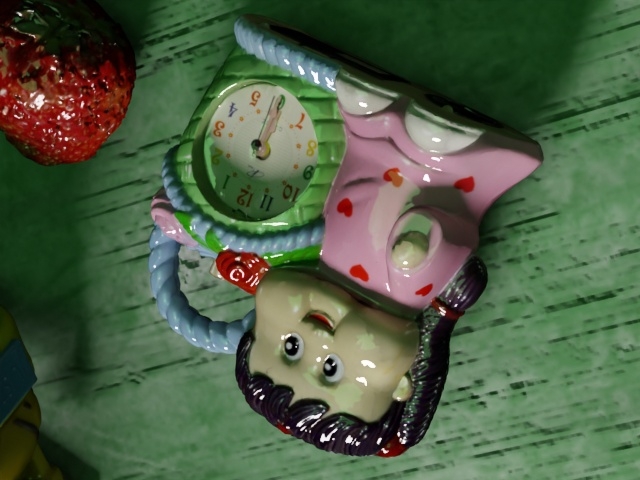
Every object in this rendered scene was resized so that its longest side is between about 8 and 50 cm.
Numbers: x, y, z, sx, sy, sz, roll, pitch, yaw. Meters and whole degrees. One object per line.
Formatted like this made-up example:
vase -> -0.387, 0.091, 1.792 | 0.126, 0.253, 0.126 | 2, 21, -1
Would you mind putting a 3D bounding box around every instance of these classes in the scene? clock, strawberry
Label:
clock -> 0.000, 0.000, 0.958 | 0.194, 0.100, 0.195 | 26, 103, 25
strawberry -> -0.153, -0.092, 1.019 | 0.106, 0.106, 0.106 | 3, 97, 25

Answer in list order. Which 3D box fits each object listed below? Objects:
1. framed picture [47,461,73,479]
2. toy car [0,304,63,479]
framed picture -> -0.244, 0.168, 1.135 | 0.203, 0.015, 0.150 | 32, 108, 20
toy car -> -0.270, 0.127, 1.043 | 0.248, 0.200, 0.142 | -8, 113, 27
